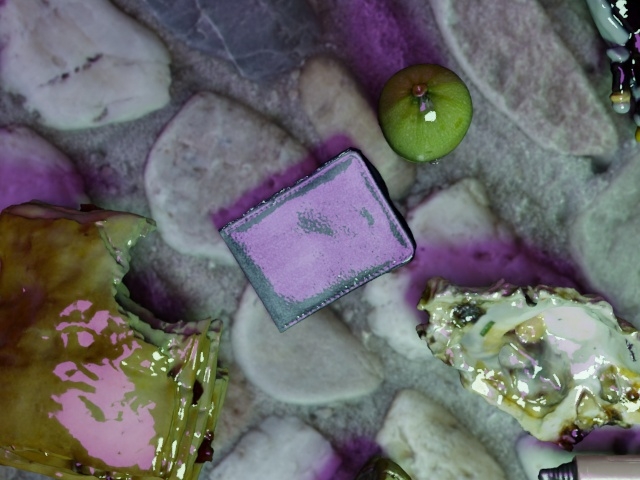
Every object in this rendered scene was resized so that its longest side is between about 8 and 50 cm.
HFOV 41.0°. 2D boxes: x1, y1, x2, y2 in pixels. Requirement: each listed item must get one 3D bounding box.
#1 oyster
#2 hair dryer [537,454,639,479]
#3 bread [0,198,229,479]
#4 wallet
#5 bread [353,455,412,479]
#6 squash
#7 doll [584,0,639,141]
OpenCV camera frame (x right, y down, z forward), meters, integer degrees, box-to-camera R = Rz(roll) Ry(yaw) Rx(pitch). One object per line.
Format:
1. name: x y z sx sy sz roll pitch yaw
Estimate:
1. oyster: 0.285 0.134 1.091 0.354 0.107 0.201 34 118 -14
2. hair dryer: 0.449 0.312 1.093 0.344 0.107 0.189 -1 100 3
3. bread: -0.277 0.145 1.068 0.314 0.191 0.370 9 97 2
4. wallet: 0.000 0.000 1.111 0.222 0.036 0.167 -31 96 8
5. bread: 0.056 0.358 1.113 0.064 0.117 0.156 36 98 -4
6. squash: 0.125 -0.155 1.012 0.123 0.186 0.123 0 91 5
7. doll: 0.384 -0.280 1.019 0.145 0.103 0.316 -17 102 10
